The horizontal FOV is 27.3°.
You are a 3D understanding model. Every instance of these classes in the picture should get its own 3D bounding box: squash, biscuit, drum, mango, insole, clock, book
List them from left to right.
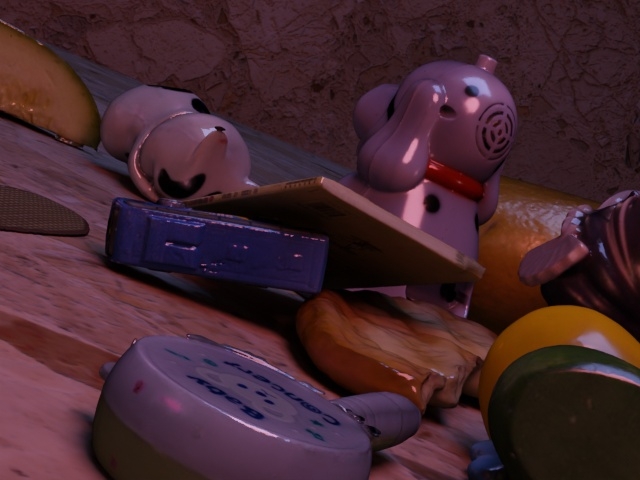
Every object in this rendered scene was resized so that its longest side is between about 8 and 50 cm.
[{"bbox_3d":[-0.340,-0.181,1.317,0.252,0.093,0.169,26,5,10],"label":"squash"},{"bbox_3d":[-0.219,-0.022,0.889,0.086,0.005,0.253,25,7,10],"label":"insole"},{"bbox_3d":[0.000,0.000,0.970,0.168,0.013,0.192,28,-21,-35],"label":"book"},{"bbox_3d":[0.006,0.095,0.597,0.130,0.049,0.253,30,8,39],"label":"drum"},{"bbox_3d":[0.062,0.078,0.952,0.154,0.045,0.299,27,8,26],"label":"biscuit"},{"bbox_3d":[0.085,-0.049,1.163,0.189,0.254,0.189,21,4,-1],"label":"clock"},{"bbox_3d":[0.215,0.020,1.354,0.365,0.182,0.253,28,9,10],"label":"mango"}]

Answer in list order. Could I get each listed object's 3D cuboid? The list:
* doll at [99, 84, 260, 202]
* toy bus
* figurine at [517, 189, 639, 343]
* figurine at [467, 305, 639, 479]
[{"bbox_3d":[-0.138,-0.086,1.276,0.110,0.107,0.181,47,-3,-40],"label":"doll"},{"bbox_3d":[-0.070,0.003,0.900,0.153,0.051,0.061,9,1,-8],"label":"toy bus"},{"bbox_3d":[0.350,0.043,1.102,0.253,0.211,0.361,-6,4,40],"label":"figurine"},{"bbox_3d":[0.174,0.118,0.761,0.185,0.127,0.234,31,-3,8],"label":"figurine"}]
